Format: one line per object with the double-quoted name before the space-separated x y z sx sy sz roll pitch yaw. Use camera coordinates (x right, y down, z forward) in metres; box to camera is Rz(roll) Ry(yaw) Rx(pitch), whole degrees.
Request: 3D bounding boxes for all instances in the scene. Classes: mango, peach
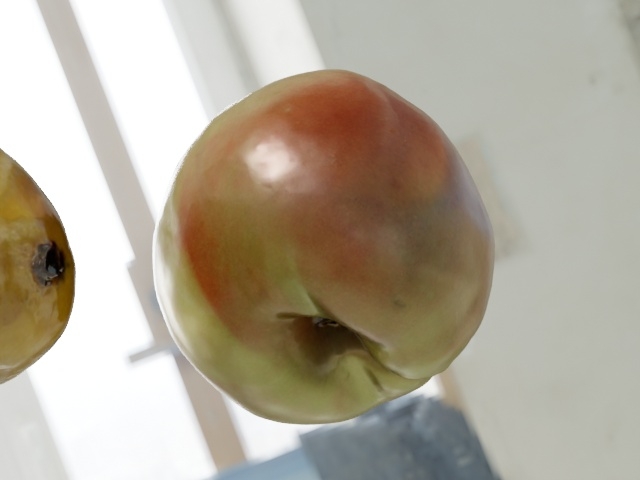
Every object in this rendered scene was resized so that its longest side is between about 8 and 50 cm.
"mango" -0.234 -0.005 0.929 0.262 0.157 0.109 13 34 28
"peach" 0.000 0.000 0.997 0.184 0.184 0.184 -21 -2 -1
